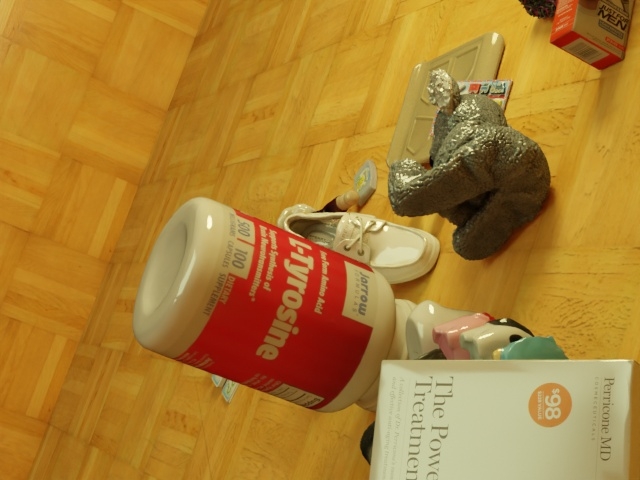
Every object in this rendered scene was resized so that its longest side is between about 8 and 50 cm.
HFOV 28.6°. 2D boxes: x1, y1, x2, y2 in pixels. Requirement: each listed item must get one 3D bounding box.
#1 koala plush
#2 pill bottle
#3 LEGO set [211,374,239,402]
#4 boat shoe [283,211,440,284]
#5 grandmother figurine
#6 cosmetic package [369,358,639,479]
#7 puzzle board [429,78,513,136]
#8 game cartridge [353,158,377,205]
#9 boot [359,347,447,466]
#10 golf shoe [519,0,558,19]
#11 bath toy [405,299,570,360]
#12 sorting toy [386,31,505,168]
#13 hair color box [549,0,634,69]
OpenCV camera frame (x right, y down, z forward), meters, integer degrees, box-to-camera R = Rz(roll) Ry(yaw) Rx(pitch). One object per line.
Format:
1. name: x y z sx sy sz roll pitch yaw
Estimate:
1. koala plush: 0.218 -0.128 1.770 0.203 0.196 0.221 -37 34 31
2. pill bottle: -0.042 0.111 1.807 0.229 0.408 0.229 -49 29 38
3. LEGO set: -0.170 0.177 2.512 0.244 0.060 0.182 -62 26 10
4. boat shoe: 0.055 0.003 1.988 0.277 0.096 0.098 5 65 37
5. grandmother figurine: 0.000 0.000 2.254 0.208 0.104 0.342 -42 18 -6
6. cosmetic package: 0.185 0.311 1.273 0.285 0.097 0.377 -3 70 29
7. puzzle board: 0.233 -0.207 1.959 0.128 0.011 0.096 4 70 43
8. game cartridge: 0.082 -0.108 2.269 0.056 0.017 0.083 -48 29 31
9. boot: 0.152 0.296 1.540 0.222 0.118 0.338 58 169 25
10. golf shoe: 0.361 -0.384 1.856 0.086 0.067 0.186 -40 7 -22
11. bath toy: 0.218 0.154 1.555 0.348 0.129 0.151 -157 58 -72
12. sorting toy: 0.195 -0.178 2.055 0.229 0.041 0.307 -11 58 59
13. hair color box: 0.375 -0.328 1.708 0.053 0.093 0.167 -24 47 58
